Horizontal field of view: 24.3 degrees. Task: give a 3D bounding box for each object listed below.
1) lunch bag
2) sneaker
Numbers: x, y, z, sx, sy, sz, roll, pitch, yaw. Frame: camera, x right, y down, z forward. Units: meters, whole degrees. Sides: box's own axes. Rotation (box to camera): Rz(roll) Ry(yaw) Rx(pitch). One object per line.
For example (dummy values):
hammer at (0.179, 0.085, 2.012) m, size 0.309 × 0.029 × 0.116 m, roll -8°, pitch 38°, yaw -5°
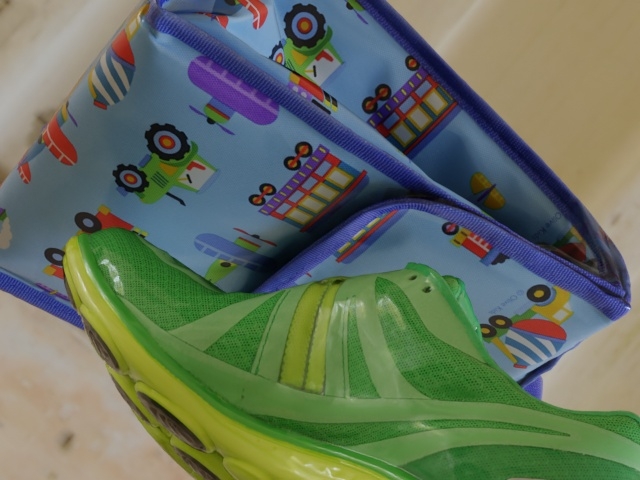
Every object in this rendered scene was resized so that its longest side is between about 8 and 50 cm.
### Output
lunch bag at (0.000, 0.000, 0.767) m, size 0.293 × 0.138 × 0.221 m, roll 37°, pitch -48°, yaw -12°
sneaker at (0.010, 0.066, 0.638) m, size 0.295 × 0.123 × 0.109 m, roll 27°, pitch -27°, yaw 30°
